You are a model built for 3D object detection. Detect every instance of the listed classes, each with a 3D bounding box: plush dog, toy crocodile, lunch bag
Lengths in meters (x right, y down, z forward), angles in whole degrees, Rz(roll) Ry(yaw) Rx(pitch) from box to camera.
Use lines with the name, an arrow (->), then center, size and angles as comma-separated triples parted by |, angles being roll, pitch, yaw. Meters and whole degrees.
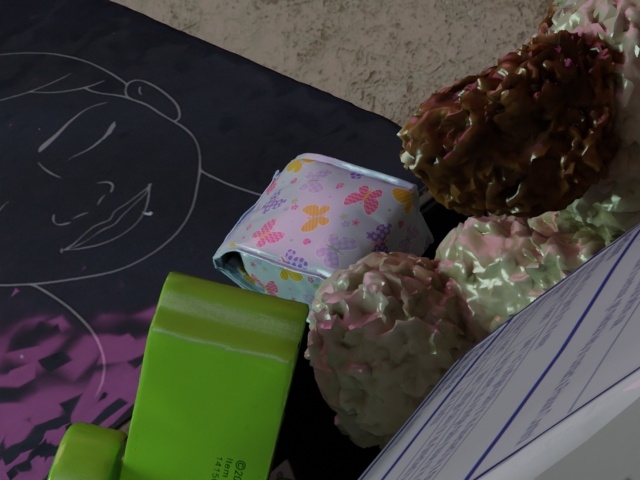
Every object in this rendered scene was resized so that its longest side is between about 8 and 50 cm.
plush dog -> 0.135, -0.025, 0.720 | 0.262, 0.211, 0.225 | -43, -36, -35
toy crocodile -> -0.062, 0.170, 0.765 | 0.105, 0.115, 0.340 | -72, -9, -67
lunch bag -> 0.000, 0.000, 0.819 | 0.071, 0.083, 0.053 | -52, -36, -27

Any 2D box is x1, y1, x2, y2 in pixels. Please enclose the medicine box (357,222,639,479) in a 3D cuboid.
medicine box -> 0.146, 0.050, 0.425 | 0.289, 0.149, 0.263 | -38, -1, 24

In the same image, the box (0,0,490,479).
box -> -0.207, 0.108, 1.034 | 0.480, 0.297, 0.472 | -37, 43, -24
